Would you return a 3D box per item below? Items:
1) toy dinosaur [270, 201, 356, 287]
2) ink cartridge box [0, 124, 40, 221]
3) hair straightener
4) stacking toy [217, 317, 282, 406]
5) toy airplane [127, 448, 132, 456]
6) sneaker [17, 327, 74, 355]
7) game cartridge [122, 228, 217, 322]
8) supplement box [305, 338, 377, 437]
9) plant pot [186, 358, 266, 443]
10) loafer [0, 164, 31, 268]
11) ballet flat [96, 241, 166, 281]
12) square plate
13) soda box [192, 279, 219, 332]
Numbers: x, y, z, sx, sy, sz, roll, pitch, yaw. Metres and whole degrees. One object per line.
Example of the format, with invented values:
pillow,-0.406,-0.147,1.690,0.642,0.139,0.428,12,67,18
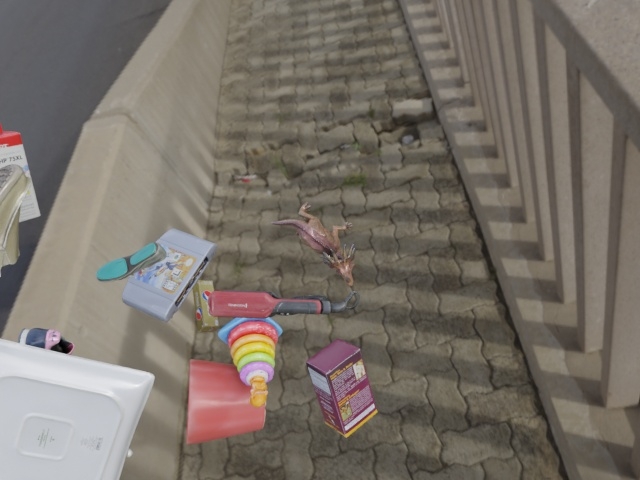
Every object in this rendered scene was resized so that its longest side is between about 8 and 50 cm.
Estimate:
toy dinosaur,0.000,0.000,1.652,0.127,0.296,0.200,-55,18,21
ink cartridge box,-0.686,-0.145,1.133,0.078,0.230,0.134,11,26,35
hair straightener,-0.051,0.093,0.848,0.231,0.089,0.047,-5,86,13
stacking toy,-0.200,0.383,1.694,0.175,0.165,0.301,-32,40,13
toy airplane,-0.787,0.607,1.911,0.273,0.385,0.384,-28,6,-7
sneaker,-0.866,0.381,1.813,0.131,0.319,0.112,-3,61,-1
game cartridge,-0.487,0.100,1.750,0.198,0.062,0.297,21,62,15
supplement box,0.050,0.335,1.253,0.104,0.188,0.081,-30,27,-30
plant pot,-0.311,0.522,1.801,0.243,0.274,0.274,2,47,-13
loafer,-0.577,-0.007,0.972,0.102,0.092,0.268,31,93,43
ballet flat,-0.547,0.076,1.603,0.213,0.068,0.072,-26,55,6
square plate,-0.566,0.395,1.145,0.049,0.344,0.347,-121,52,-69
soda box,-0.415,0.236,1.980,0.061,0.058,0.181,-40,54,43
